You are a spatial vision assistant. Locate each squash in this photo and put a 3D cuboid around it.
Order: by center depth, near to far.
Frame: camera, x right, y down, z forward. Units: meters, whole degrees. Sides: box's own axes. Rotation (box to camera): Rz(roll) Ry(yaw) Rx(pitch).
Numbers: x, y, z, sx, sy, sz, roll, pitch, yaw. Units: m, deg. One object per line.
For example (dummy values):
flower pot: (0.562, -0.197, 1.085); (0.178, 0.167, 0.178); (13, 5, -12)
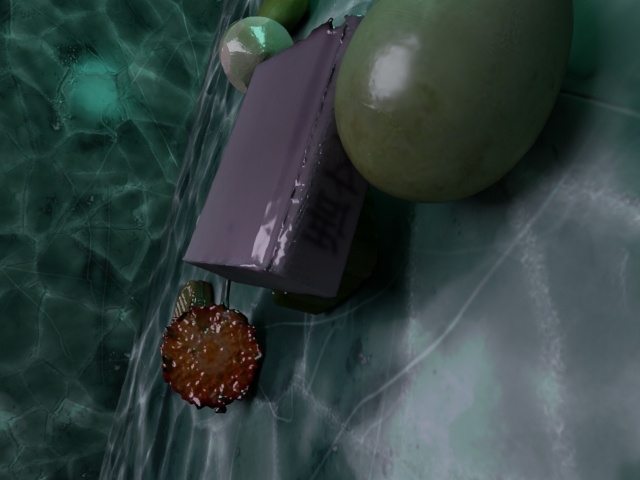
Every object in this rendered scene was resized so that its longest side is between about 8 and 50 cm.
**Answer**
squash: (-0.133, -0.674, 1.356); (0.370, 0.118, 0.118); (0, 76, 66)

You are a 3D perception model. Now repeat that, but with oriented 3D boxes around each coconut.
coconut: (-0.177, -0.505, 1.241); (0.224, 0.224, 0.234); (-61, 32, 24)

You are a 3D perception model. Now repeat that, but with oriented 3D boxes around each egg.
egg: (0.141, -0.180, 0.471); (0.295, 0.218, 0.218); (-57, 30, 9)

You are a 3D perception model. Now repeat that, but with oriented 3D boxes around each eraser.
eraser: (-0.045, -0.112, 0.657); (0.272, 0.122, 0.359); (-1, 67, 52)

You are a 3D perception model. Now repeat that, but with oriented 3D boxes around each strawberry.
strawberry: (-0.231, 0.263, 1.019); (0.178, 0.233, 0.234); (90, -170, -77)

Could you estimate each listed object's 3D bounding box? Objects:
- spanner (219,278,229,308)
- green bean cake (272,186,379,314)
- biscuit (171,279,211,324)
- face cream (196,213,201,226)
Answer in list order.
spanner: (-0.271, 0.086, 1.308); (0.071, 0.017, 0.302); (-31, 50, 51)
green bean cake: (0.000, 0.000, 0.746); (0.214, 0.113, 0.200); (-41, 43, 44)
biscuit: (-0.414, 0.243, 1.422); (0.259, 0.079, 0.259); (-38, 44, 48)
face cream: (-0.245, -0.049, 1.238); (0.311, 0.092, 0.092); (-3, 73, 53)
